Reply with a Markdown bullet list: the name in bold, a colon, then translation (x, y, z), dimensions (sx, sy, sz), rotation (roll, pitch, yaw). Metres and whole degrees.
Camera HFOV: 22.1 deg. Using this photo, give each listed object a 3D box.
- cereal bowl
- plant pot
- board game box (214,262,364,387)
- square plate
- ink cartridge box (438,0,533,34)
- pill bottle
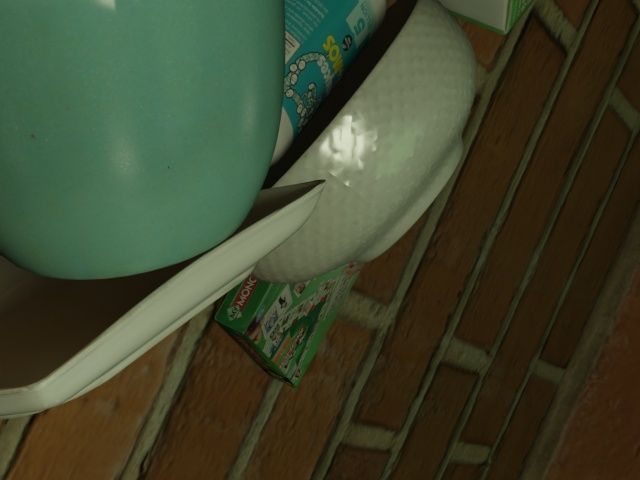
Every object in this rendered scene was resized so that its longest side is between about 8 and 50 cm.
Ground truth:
- **cereal bowl**: translation (0.040, -0.083, 1.631), dimensions (0.339, 0.141, 0.339), rotation (-48, -170, 12)
- **plant pot**: translation (-0.156, -0.114, 1.154), dimensions (0.293, 0.293, 0.235), rotation (-38, 128, -47)
- **board game box**: translation (0.000, 0.000, 1.945), dimensions (0.317, 0.046, 0.213), rotation (-61, 156, -13)
- **square plate**: translation (-0.209, 0.058, 1.239), dimensions (0.347, 0.344, 0.049), rotation (-37, 112, -48)
- **ink cartridge box**: translation (0.185, -0.381, 1.780), dimensions (0.289, 0.211, 0.122), rotation (-50, 153, -32)
- **pill bottle**: translation (-0.060, -0.166, 1.549), dimensions (0.264, 0.146, 0.146), rotation (-54, 153, -25)
